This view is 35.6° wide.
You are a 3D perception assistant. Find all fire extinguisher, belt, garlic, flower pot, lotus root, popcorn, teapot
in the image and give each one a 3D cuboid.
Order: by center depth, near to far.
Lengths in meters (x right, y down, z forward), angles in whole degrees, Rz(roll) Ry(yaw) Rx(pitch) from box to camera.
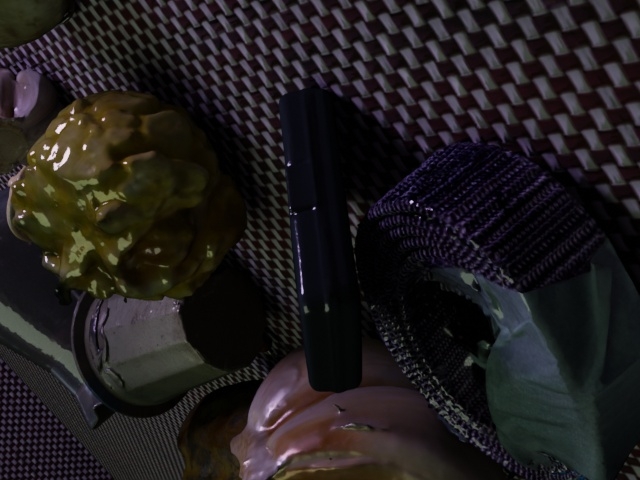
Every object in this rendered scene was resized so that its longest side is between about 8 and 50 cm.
[{"bbox_3d":[0.151,0.067,0.825,0.260,0.122,0.325,31,151,40],"label":"belt"},{"bbox_3d":[0.067,0.238,1.056,0.313,0.249,0.286,21,173,-14],"label":"garlic"},{"bbox_3d":[-0.209,-0.039,1.074,0.249,0.225,0.249,31,147,23],"label":"popcorn"},{"bbox_3d":[-0.399,-0.169,1.305,0.194,0.127,0.131,-125,29,-49],"label":"garlic"},{"bbox_3d":[-0.188,0.111,1.318,0.202,0.212,0.212,-24,112,42],"label":"flower pot"},{"bbox_3d":[-0.044,0.305,1.351,0.250,0.250,0.346,50,155,-13],"label":"lotus root"},{"bbox_3d":[-0.090,0.135,1.393,0.100,0.032,0.046,48,145,4],"label":"fire extinguisher"},{"bbox_3d":[-0.390,0.095,1.543,0.344,0.300,0.253,45,111,1],"label":"teapot"}]

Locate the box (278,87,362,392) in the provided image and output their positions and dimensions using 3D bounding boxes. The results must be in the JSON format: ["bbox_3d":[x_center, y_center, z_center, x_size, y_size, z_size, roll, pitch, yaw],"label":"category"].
[{"bbox_3d":[0.000,0.000,0.857,0.050,0.230,0.160,-6,145,0],"label":"box"}]

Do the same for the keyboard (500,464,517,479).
[{"bbox_3d":[0.188,0.255,1.179,0.101,0.018,0.310,39,155,12],"label":"keyboard"}]

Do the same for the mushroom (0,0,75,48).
[{"bbox_3d":[-0.398,-0.295,1.020,0.267,0.164,0.189,46,156,-4],"label":"mushroom"}]

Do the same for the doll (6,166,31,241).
[{"bbox_3d":[-0.299,-0.042,1.333,0.208,0.144,0.271,31,165,-24],"label":"doll"}]
